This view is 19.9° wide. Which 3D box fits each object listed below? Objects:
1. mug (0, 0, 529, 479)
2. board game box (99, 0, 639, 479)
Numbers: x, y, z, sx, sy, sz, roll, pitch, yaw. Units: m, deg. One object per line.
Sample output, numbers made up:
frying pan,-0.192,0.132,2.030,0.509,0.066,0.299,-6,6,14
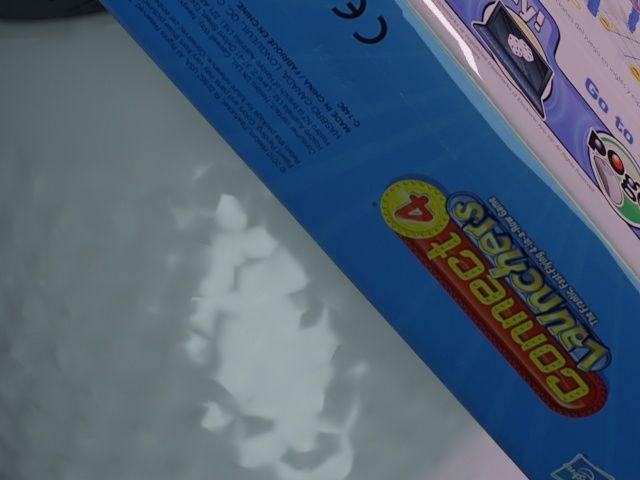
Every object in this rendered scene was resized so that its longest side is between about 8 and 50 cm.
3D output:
mug,0.000,0.000,0.832,0.374,0.276,0.328,-33,121,-32
board game box,0.060,-0.109,0.679,0.086,0.302,0.308,-30,111,33
